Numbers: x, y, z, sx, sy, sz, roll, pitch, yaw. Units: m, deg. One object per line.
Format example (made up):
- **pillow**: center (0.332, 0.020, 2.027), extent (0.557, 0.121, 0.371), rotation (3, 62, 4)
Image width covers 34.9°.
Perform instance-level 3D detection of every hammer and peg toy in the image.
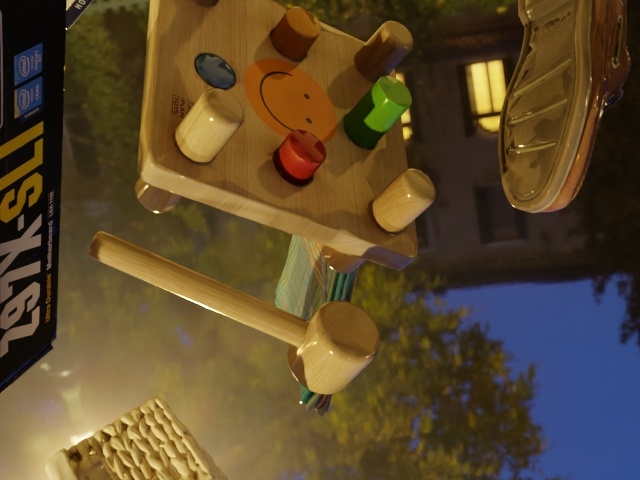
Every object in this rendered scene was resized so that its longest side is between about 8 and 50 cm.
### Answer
- **hammer and peg toy**: center (-0.034, -0.073, 0.845), extent (0.266, 0.361, 0.127), rotation (20, 138, -27)

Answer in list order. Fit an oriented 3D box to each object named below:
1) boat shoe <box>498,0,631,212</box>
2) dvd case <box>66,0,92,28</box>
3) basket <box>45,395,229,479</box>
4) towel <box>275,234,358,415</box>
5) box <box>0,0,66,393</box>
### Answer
- **boat shoe**: center (0.252, -0.165, 0.989), extent (0.105, 0.307, 0.111), rotation (19, 164, -30)
- **dvd case**: center (-0.331, -0.428, 1.394), extent (0.179, 0.238, 0.030), rotation (-42, 145, 22)
- **basket**: center (-0.115, 0.215, 0.790), extent (0.103, 0.167, 0.113), rotation (-36, -135, -11)
- **towel**: center (0.000, 0.000, 1.322), extent (0.040, 0.370, 0.271), rotation (2, -148, -14)
- **box**: center (-0.261, 0.001, 0.604), extent (0.079, 0.321, 0.257), rotation (22, -144, 14)
